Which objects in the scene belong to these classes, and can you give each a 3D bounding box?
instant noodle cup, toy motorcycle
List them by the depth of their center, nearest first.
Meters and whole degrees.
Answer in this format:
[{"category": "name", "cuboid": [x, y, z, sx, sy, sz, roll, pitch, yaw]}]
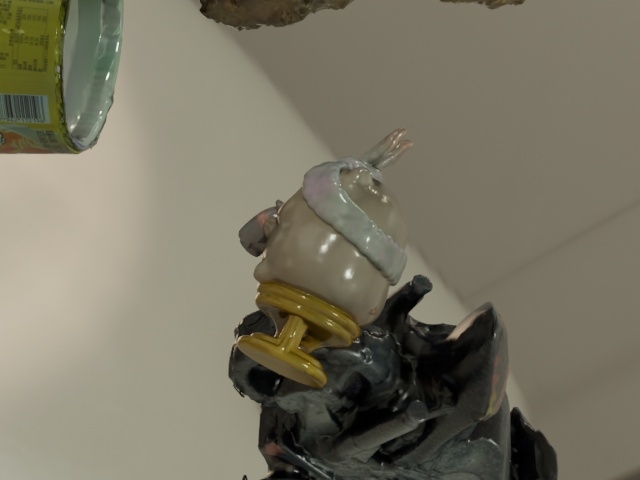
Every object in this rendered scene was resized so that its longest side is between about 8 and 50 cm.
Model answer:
[{"category": "toy motorcycle", "cuboid": [0.049, 0.113, 1.046, 0.307, 0.173, 0.108, 72, 20, -61]}, {"category": "instant noodle cup", "cuboid": [-0.228, -0.145, 1.250, 0.205, 0.153, 0.205, 6, 90, -81]}]

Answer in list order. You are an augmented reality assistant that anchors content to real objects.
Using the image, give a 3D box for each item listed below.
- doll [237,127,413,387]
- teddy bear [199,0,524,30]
[{"category": "doll", "cuboid": [0.000, 0.000, 0.850, 0.127, 0.084, 0.073, -64, 149, -12]}, {"category": "teddy bear", "cuboid": [0.060, -0.258, 1.122, 0.222, 0.296, 0.246, 15, 50, -2]}]
